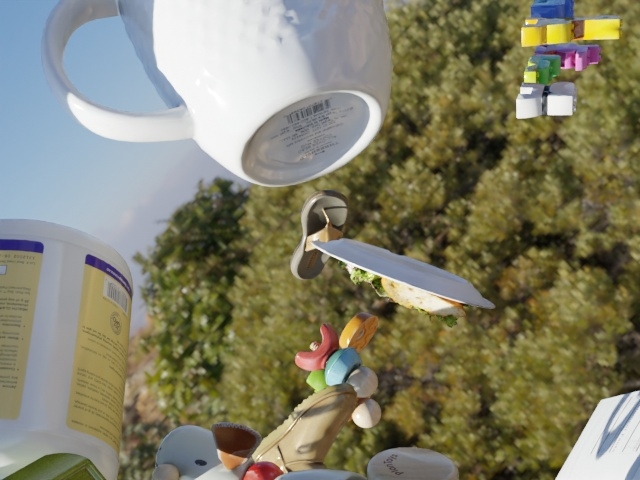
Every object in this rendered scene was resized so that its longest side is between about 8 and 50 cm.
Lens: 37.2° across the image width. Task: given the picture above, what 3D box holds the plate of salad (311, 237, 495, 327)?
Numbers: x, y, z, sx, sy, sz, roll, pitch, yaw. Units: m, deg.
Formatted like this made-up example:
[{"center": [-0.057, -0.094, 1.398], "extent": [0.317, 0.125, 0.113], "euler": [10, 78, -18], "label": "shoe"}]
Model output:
[{"center": [0.082, 0.043, 0.980], "extent": [0.200, 0.200, 0.048], "euler": [-129, 57, -82], "label": "plate of salad"}]

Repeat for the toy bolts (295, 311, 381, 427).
[{"center": [0.077, 0.253, 1.894], "extent": [0.218, 0.158, 0.228], "euler": [-51, -26, -8], "label": "toy bolts"}]

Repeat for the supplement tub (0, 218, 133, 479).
[{"center": [-0.337, 0.169, 1.046], "extent": [0.241, 0.241, 0.331], "euler": [-38, 43, 46], "label": "supplement tub"}]

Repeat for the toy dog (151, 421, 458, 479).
[{"center": [-0.036, 0.266, 0.881], "extent": [0.334, 0.220, 0.161], "euler": [-14, -1, 32], "label": "toy dog"}]

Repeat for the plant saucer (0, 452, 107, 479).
[{"center": [-0.197, 0.261, 0.797], "extent": [0.045, 0.188, 0.188], "euler": [-42, -5, 9], "label": "plant saucer"}]

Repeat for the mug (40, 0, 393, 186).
[{"center": [-0.112, -0.223, 1.032], "extent": [0.374, 0.328, 0.276], "euler": [-17, -26, -15], "label": "mug"}]

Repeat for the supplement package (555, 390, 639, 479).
[{"center": [0.390, 0.261, 1.088], "extent": [0.134, 0.139, 0.244], "euler": [-55, -5, -15], "label": "supplement package"}]

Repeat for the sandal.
[{"center": [0.000, 0.000, 1.710], "extent": [0.060, 0.090, 0.219], "euler": [-114, 35, -42], "label": "sandal"}]

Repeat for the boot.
[{"center": [0.021, 0.397, 1.510], "extent": [0.089, 0.269, 0.236], "euler": [15, -53, -48], "label": "boot"}]

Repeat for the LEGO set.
[{"center": [0.259, -0.199, 0.970], "extent": [0.093, 0.087, 0.227], "euler": [2, 26, 18], "label": "LEGO set"}]
